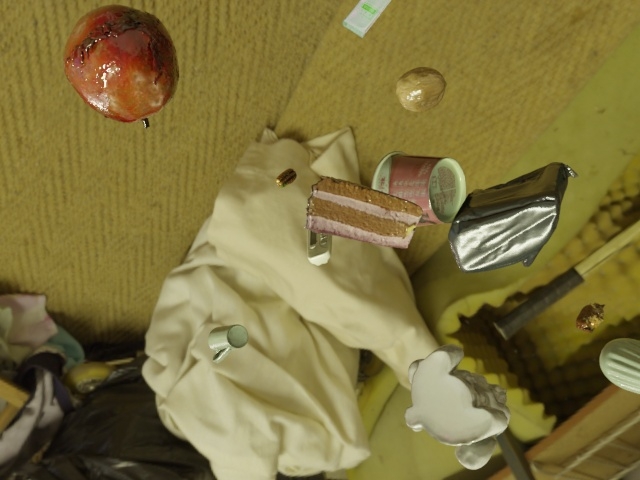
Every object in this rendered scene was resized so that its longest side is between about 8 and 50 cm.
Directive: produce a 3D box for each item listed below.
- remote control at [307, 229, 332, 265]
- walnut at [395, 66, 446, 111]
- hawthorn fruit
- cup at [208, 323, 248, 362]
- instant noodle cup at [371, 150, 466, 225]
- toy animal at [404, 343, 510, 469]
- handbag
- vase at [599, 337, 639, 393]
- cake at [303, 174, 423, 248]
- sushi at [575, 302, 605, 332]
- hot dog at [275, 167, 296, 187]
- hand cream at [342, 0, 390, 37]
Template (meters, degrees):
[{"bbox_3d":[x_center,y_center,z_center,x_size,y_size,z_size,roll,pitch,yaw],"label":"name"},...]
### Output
[{"bbox_3d":[0.000,-0.001,1.917,0.090,0.230,0.049,-20,125,15],"label":"remote control"},{"bbox_3d":[0.330,-0.496,1.778,0.167,0.149,0.166,-5,176,0],"label":"walnut"},{"bbox_3d":[-0.518,-0.458,1.410,0.316,0.316,0.316,-9,131,-10],"label":"hawthorn fruit"},{"bbox_3d":[-0.191,0.201,1.081,0.083,0.075,0.054,-22,104,53],"label":"cup"},{"bbox_3d":[0.282,-0.137,1.510,0.235,0.178,0.234,-4,96,-44],"label":"instant noodle cup"},{"bbox_3d":[0.327,0.391,1.262,0.206,0.271,0.265,-41,144,12],"label":"toy animal"},{"bbox_3d":[0.467,-0.047,1.277,0.275,0.302,0.177,-14,105,31],"label":"handbag"},{"bbox_3d":[0.795,0.318,1.298,0.128,0.248,0.128,-1,96,-14],"label":"vase"},{"bbox_3d":[0.094,-0.053,1.110,0.295,0.113,0.115,8,100,-41],"label":"cake"},{"bbox_3d":[0.708,0.200,1.408,0.060,0.118,0.061,-8,126,51],"label":"sushi"},{"bbox_3d":[-0.113,-0.211,1.832,0.037,0.122,0.049,-22,107,33],"label":"hot dog"},{"bbox_3d":[0.175,-0.711,1.553,0.275,0.079,0.050,-50,130,4],"label":"hand cream"}]
